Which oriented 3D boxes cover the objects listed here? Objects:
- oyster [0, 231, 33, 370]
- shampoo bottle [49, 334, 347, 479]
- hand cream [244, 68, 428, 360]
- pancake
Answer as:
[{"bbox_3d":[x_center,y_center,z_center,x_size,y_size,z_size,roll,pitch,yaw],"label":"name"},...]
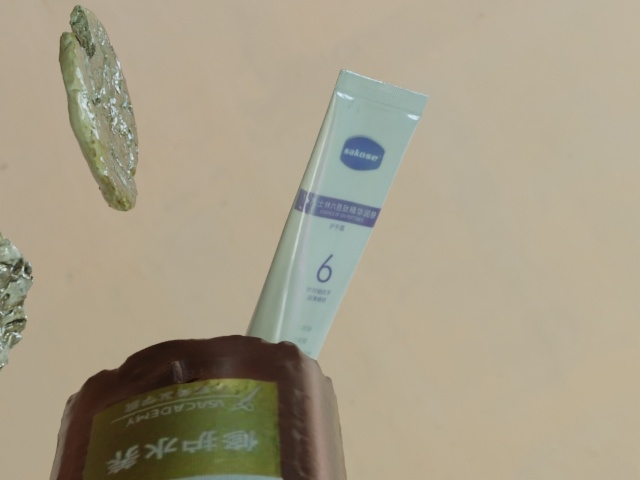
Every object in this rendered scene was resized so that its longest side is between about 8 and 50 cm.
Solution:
[{"bbox_3d":[-0.378,0.113,1.403,0.252,0.199,0.087,-23,168,23],"label":"oyster"},{"bbox_3d":[-0.046,0.146,0.474,0.129,0.084,0.323,-9,-154,3],"label":"shampoo bottle"},{"bbox_3d":[0.000,0.000,1.311,0.109,0.321,0.067,12,-165,-39],"label":"hand cream"},{"bbox_3d":[-0.264,-0.153,1.682,0.037,0.254,0.253,-12,-174,4],"label":"pancake"}]
